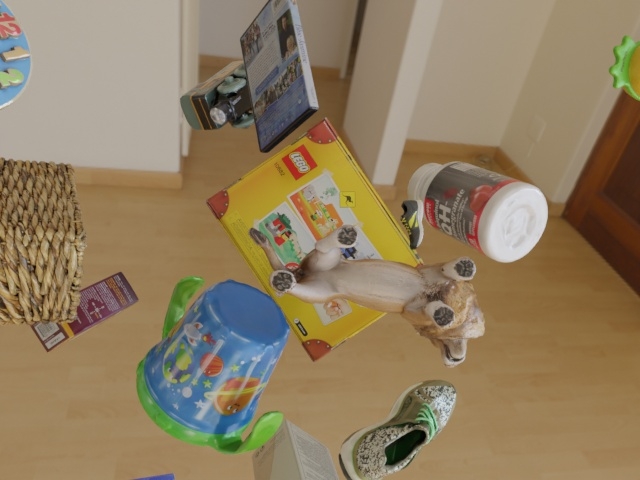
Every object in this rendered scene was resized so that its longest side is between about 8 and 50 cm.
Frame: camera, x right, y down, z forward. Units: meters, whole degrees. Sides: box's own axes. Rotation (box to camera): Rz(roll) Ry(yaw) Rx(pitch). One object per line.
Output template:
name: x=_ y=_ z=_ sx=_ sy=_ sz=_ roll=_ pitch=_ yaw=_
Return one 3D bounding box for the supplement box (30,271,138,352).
supplement box: x=-0.505 y=0.151 z=1.139 sx=0.081 sy=0.104 sz=0.188 roll=59 pitch=33 yaw=-2

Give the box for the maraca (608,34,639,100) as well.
maraca: x=0.676 y=-0.361 z=1.112 sx=0.185 sy=0.127 sz=0.099 roll=5 pitch=5 yaw=-25

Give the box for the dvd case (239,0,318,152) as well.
dvd case: x=-0.083 y=-0.313 z=0.972 sx=0.022 sy=0.180 sz=0.253 roll=-2 pitch=75 yaw=-36

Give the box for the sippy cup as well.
sippy cup: x=-0.176 y=0.201 z=0.945 sx=0.305 sy=0.224 sz=0.240 roll=35 pitch=22 yaw=2

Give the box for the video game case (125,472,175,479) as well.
video game case: x=-0.559 y=0.710 z=1.473 sx=0.269 sy=0.244 sz=0.061 roll=1 pitch=62 yaw=-23

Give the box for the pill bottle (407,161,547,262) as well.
pill bottle: x=0.345 y=-0.084 z=1.230 sx=0.176 sy=0.177 sz=0.318 roll=-7 pitch=23 yaw=-24

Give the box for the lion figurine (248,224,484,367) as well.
lion figurine: x=0.081 y=0.070 z=0.805 sx=0.392 sy=0.240 sz=0.142 roll=21 pitch=79 yaw=-1

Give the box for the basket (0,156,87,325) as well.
basket: x=-0.533 y=0.006 z=0.890 sx=0.222 sy=0.214 sz=0.299 roll=2 pitch=31 yaw=-32

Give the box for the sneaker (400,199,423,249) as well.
sneaker: x=0.143 y=-0.026 z=0.843 sx=0.035 sy=0.031 sz=0.083 roll=7 pitch=73 yaw=-11

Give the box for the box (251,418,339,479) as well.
box: x=-0.035 y=0.519 z=1.055 sx=0.148 sy=0.121 sz=0.311 roll=41 pitch=3 yaw=-18

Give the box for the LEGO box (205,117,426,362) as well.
LEGO box: x=0.000 y=0.000 z=1.398 sx=0.372 sy=0.500 sz=0.193 roll=-34 pitch=0 yaw=0

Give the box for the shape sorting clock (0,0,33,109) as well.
shape sorting clock: x=-0.458 y=-0.252 z=0.643 sx=0.040 sy=0.206 sz=0.206 roll=-19 pitch=20 yaw=33

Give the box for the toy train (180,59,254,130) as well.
toy train: x=-0.228 y=-0.411 z=1.438 sx=0.190 sy=0.142 sz=0.334 roll=4 pitch=41 yaw=28

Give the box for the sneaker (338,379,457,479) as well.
sneaker: x=0.249 y=0.501 z=1.379 sx=0.410 sy=0.182 sz=0.158 roll=-28 pitch=89 yaw=-34
